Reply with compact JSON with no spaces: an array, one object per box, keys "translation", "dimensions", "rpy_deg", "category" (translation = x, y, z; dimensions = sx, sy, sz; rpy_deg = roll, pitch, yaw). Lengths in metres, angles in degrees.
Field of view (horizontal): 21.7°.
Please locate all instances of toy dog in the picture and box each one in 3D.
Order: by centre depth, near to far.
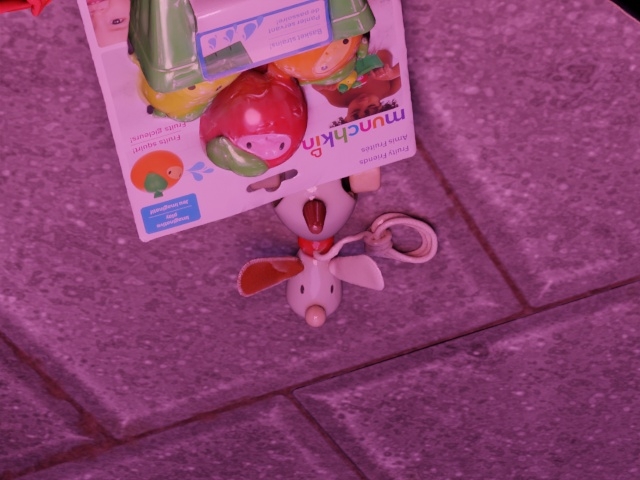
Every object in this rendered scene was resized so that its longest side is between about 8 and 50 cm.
[{"translation":[0.000,0.000,1.957],"dimensions":[0.220,0.161,0.333],"rpy_deg":[-15,137,16],"category":"toy dog"}]

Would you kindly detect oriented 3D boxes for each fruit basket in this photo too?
[{"translation":[-0.061,-0.167,1.703],"dimensions":[0.327,0.165,0.353],"rpy_deg":[-18,128,-10],"category":"fruit basket"}]

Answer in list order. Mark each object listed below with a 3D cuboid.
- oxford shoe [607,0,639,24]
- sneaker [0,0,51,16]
[{"translation":[0.264,-0.327,1.614],"dimensions":[0.123,0.130,0.348],"rpy_deg":[-34,129,31],"category":"oxford shoe"},{"translation":[-0.267,-0.280,1.667],"dimensions":[0.279,0.118,0.107],"rpy_deg":[-21,136,21],"category":"sneaker"}]
